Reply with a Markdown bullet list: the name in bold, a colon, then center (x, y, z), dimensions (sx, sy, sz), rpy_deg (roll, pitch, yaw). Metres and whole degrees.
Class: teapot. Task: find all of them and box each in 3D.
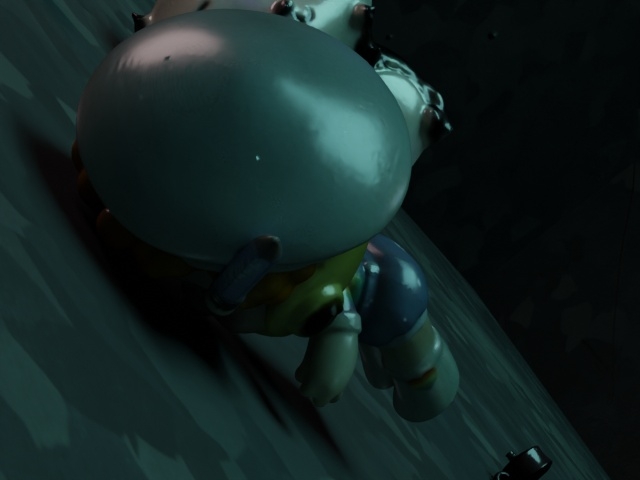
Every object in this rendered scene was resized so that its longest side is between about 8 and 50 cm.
- **teapot**: center (0.231, 0.265, 2.042), dimensions (0.045, 0.068, 0.100), rpy_deg (50, 39, 16)

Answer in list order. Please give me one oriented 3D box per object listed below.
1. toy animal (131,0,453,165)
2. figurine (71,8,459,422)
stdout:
- **toy animal**: center (-0.042, -0.169, 1.827), dimensions (0.310, 0.251, 0.251), rpy_deg (50, 6, -21)
- **figurine**: center (-0.014, -0.016, 1.228), dimensions (0.224, 0.205, 0.382), rpy_deg (48, 0, 30)
